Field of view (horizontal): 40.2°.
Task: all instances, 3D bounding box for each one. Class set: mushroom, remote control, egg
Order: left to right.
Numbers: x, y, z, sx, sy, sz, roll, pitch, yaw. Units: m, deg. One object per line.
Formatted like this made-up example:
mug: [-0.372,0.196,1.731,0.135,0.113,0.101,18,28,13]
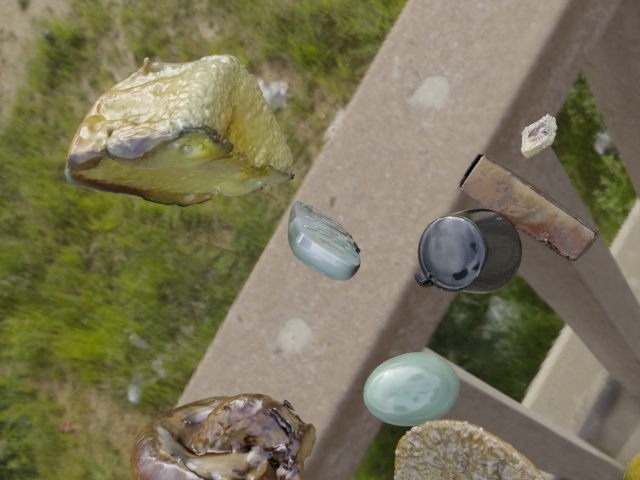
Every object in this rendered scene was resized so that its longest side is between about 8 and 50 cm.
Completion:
mushroom: [-0.136,0.333,1.295,0.283,0.263,0.195,-21,95,32]
remote control: [0.001,-0.002,1.062,0.097,0.256,0.045,32,102,-7]
egg: [0.213,0.349,2.049,0.230,0.168,0.168,-10,63,-10]

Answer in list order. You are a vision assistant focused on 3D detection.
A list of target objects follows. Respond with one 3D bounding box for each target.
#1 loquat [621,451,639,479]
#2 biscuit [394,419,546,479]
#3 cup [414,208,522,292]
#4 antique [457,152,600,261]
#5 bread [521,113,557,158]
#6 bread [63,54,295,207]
loquat: [0.490,0.361,1.219,0.152,0.195,0.152,0,85,1]
biscuit: [0.182,0.304,1.032,0.219,0.033,0.220,18,123,30]
cup: [0.273,0.036,1.719,0.223,0.176,0.169,-37,72,32]
antique: [0.453,-0.069,1.902,0.310,0.087,0.093,37,104,20]
bread: [0.423,-0.201,1.704,0.070,0.035,0.083,-30,32,42]
bread: [-0.143,-0.120,0.880,0.174,0.251,0.133,-10,83,23]
